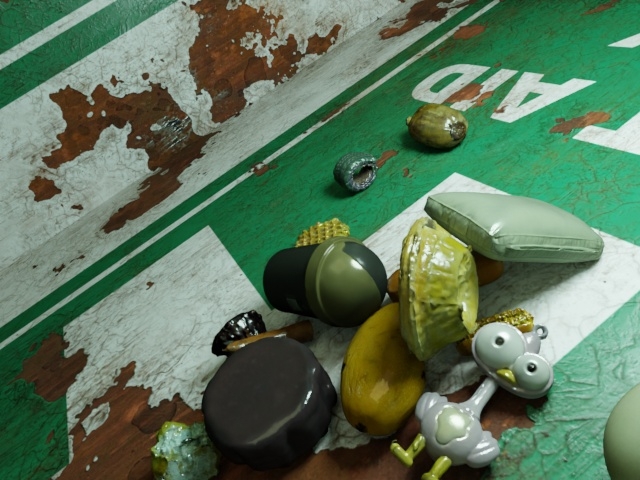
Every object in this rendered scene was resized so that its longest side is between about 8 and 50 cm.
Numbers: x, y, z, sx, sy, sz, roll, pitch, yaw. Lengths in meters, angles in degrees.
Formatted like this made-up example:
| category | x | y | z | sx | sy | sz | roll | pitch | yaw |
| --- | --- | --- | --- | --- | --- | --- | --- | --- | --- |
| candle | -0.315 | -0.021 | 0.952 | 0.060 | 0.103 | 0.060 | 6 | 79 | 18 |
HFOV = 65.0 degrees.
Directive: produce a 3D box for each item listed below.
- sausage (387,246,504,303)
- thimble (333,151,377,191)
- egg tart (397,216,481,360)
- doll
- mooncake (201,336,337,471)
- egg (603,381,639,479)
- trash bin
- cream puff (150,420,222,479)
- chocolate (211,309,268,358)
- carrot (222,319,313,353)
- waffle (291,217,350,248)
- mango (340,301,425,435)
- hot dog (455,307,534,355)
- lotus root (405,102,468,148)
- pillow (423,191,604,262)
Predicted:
| category | x | y | z | sx | sy | sz | roll | pitch | yaw |
| --- | --- | --- | --- | --- | --- | --- | --- | --- | --- |
| sausage | 0.282 | 0.080 | 1.160 | 0.274 | 0.105 | 0.105 | -19 | 36 | 17 |
| thimble | 0.118 | -0.226 | 1.662 | 0.135 | 0.118 | 0.090 | -25 | 36 | -20 |
| egg tart | 0.233 | 0.090 | 0.965 | 0.115 | 0.290 | 0.290 | -3 | 42 | 27 |
| doll | 0.288 | 0.280 | 0.898 | 0.365 | 0.094 | 0.160 | -44 | 50 | -14 |
| mooncake | -0.108 | 0.346 | 1.072 | 0.283 | 0.141 | 0.283 | -16 | 35 | 12 |
| egg | 0.501 | 0.269 | 0.672 | 0.254 | 0.188 | 0.188 | -36 | 34 | -18 |
| trash bin | 0.022 | 0.099 | 1.211 | 0.334 | 0.214 | 0.214 | -6 | 39 | 54 |
| cream puff | -0.290 | 0.459 | 1.088 | 0.156 | 0.121 | 0.156 | -4 | 27 | 2 |
| chocolate | -0.178 | 0.269 | 1.265 | 0.156 | 0.156 | 0.133 | -41 | 63 | -15 |
| carrot | -0.123 | 0.239 | 1.206 | 0.224 | 0.057 | 0.057 | -8 | 26 | -26 |
| waffle | 0.001 | 0.003 | 1.525 | 0.191 | 0.038 | 0.191 | -20 | 35 | 15 |
| mango | 0.132 | 0.260 | 1.029 | 0.177 | 0.120 | 0.295 | -14 | 31 | 29 |
| hot dog | 0.352 | 0.185 | 1.020 | 0.165 | 0.045 | 0.071 | -22 | 32 | 15 |
| lotus root | 0.372 | -0.379 | 1.658 | 0.145 | 0.128 | 0.260 | -47 | 35 | -7 |
| pillow | 0.414 | -0.033 | 1.084 | 0.322 | 0.120 | 0.255 | 1 | 23 | -25 |
